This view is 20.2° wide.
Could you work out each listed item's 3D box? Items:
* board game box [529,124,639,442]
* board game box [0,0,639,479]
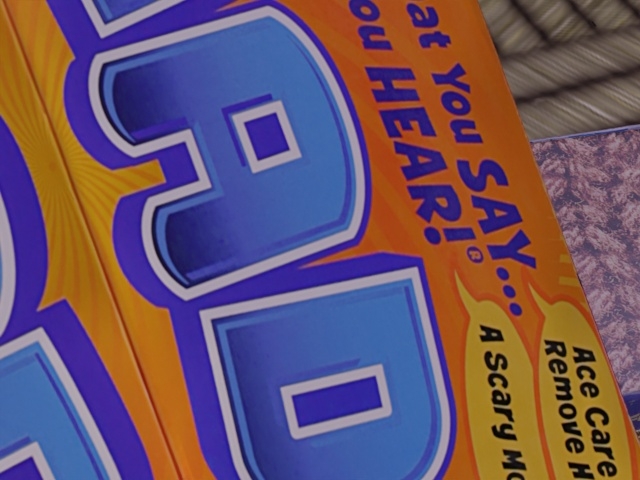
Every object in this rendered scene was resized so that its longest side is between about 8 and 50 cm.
[{"bbox_3d":[0.169,0.090,0.856,0.232,0.291,0.141,-9,50,-20],"label":"board game box"},{"bbox_3d":[-0.162,0.008,0.714,0.356,0.356,0.356,-20,91,-30],"label":"board game box"}]
